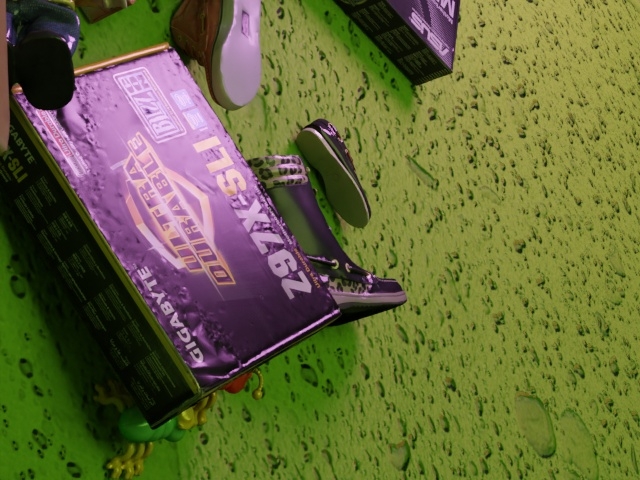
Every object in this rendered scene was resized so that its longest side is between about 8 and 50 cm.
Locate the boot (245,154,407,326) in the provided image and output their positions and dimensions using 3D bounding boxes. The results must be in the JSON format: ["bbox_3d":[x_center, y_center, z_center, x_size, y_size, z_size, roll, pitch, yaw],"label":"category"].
[{"bbox_3d":[0.001,-0.001,2.022,0.236,0.085,0.179,1,71,-56],"label":"boot"}]

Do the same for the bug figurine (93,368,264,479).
[{"bbox_3d":[-0.106,0.221,1.759,0.216,0.072,0.279,-5,79,-57],"label":"bug figurine"}]

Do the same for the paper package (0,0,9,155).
[{"bbox_3d":[-0.368,-0.241,1.420,0.325,0.168,0.310,55,27,-66],"label":"paper package"}]

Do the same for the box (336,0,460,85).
[{"bbox_3d":[0.079,-0.357,2.343,0.270,0.060,0.216,43,42,-37],"label":"box"}]

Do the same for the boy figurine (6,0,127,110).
[{"bbox_3d":[-0.262,-0.230,1.683,0.285,0.177,0.092,-96,-170,-46],"label":"boy figurine"}]

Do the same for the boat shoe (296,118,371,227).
[{"bbox_3d":[0.023,-0.077,2.125,0.133,0.049,0.042,59,42,-11],"label":"boat shoe"}]

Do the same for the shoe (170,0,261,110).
[{"bbox_3d":[-0.110,-0.197,1.956,0.063,0.081,0.178,39,41,-40],"label":"shoe"}]

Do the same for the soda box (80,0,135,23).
[{"bbox_3d":[-0.191,-0.292,1.907,0.063,0.058,0.183,57,34,-19],"label":"soda box"}]

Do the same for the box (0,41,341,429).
[{"bbox_3d":[-0.148,-0.014,1.746,0.322,0.079,0.257,57,32,4],"label":"box"}]
